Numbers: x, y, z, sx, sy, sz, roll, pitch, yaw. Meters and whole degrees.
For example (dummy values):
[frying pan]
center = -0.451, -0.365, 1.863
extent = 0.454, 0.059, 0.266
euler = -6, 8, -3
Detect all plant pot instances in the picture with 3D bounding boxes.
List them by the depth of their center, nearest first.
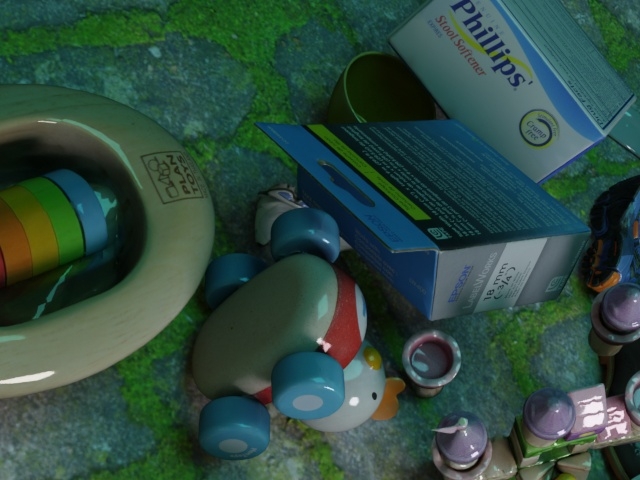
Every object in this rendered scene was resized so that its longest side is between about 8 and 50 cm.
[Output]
[plant pot]
center = 0.061, -0.152, 1.717
extent = 0.134, 0.095, 0.134
euler = 16, 57, -27

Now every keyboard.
[keyboard]
center = 0.392, -0.206, 2.034
extent = 0.256, 0.014, 0.072
euler = 33, 56, -15

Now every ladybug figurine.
[ladybug figurine]
center = -0.300, 0.008, 1.335
extent = 0.449, 0.162, 0.305
euler = -17, 75, -39

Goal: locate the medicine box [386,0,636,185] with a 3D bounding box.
[medicine box]
center = 0.252, -0.220, 1.789
extent = 0.263, 0.149, 0.289
euler = 52, 25, 1

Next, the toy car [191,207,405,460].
[toy car]
center = 0.008, 0.128, 1.472
extent = 0.238, 0.210, 0.219
euler = 29, 43, -34

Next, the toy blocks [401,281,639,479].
[toy blocks]
center = 0.257, 0.211, 1.477
extent = 0.289, 0.260, 0.309
euler = -13, 71, -3

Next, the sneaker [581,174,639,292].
[sneaker]
center = 0.418, -0.002, 1.904
extent = 0.087, 0.083, 0.221
euler = 43, 53, -25

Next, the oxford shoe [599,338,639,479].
[oxford shoe]
center = 0.414, 0.200, 1.763
extent = 0.097, 0.098, 0.271
euler = 16, 58, -28

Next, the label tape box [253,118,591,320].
[label tape box]
center = 0.099, -0.028, 1.525
extent = 0.334, 0.106, 0.240
euler = -6, 39, -44

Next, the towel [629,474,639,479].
[towel]
center = 0.465, 0.369, 1.702
extent = 0.325, 0.038, 0.248
euler = -24, 99, -40

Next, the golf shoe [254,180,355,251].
[golf shoe]
center = 0.000, 0.000, 1.625
extent = 0.176, 0.069, 0.086
euler = 20, 72, -18
